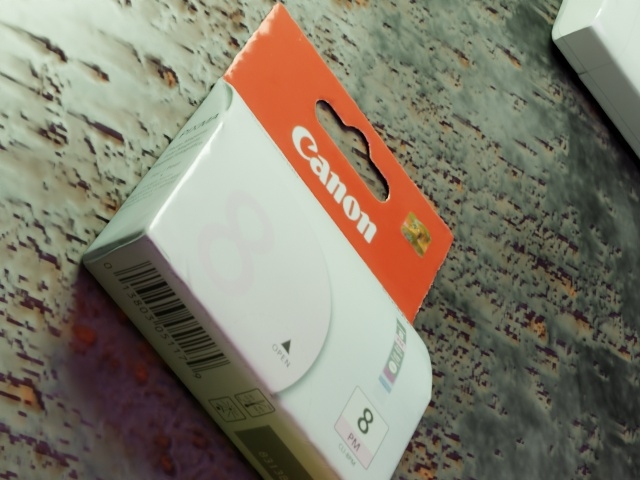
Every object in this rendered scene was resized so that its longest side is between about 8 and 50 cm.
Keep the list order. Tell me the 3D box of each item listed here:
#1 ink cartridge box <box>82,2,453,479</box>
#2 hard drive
[{"bbox_3d":[0.000,0.000,0.840,0.189,0.066,0.232,52,48,-21],"label":"ink cartridge box"},{"bbox_3d":[0.312,-0.103,1.240,0.353,0.047,0.233,48,45,-25],"label":"hard drive"}]
